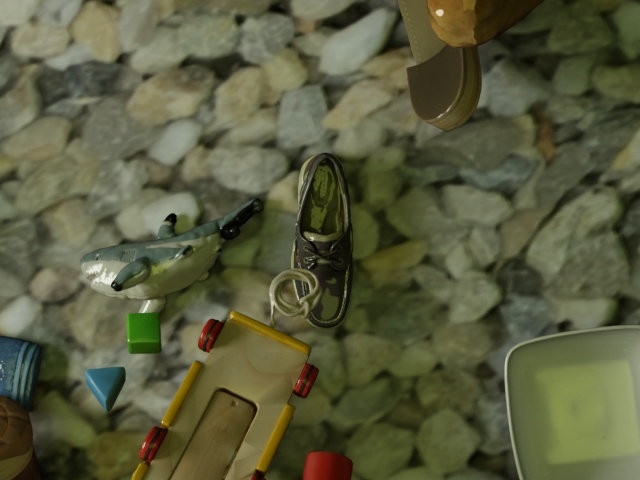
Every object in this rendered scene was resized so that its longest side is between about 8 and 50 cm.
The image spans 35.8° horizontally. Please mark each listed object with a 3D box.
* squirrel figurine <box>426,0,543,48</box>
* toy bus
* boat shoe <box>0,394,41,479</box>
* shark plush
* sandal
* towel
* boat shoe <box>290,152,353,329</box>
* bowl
[{"bbox_3d":[0.054,-0.369,0.768,0.370,0.281,0.397,20,42,34],"label":"squirrel figurine"},{"bbox_3d":[-0.074,0.147,0.808,0.202,0.104,0.191,-15,67,-16],"label":"toy bus"},{"bbox_3d":[-0.390,0.232,0.784,0.341,0.123,0.123,-18,125,-20],"label":"boat shoe"},{"bbox_3d":[-0.126,0.001,0.847,0.161,0.073,0.067,-35,56,4],"label":"shark plush"},{"bbox_3d":[0.121,-0.193,0.842,0.079,0.088,0.240,20,60,-36],"label":"sandal"},{"bbox_3d":[-0.304,0.112,0.856,0.119,0.029,0.067,8,86,3],"label":"towel"},{"bbox_3d":[0.000,0.000,0.842,0.056,0.049,0.152,-4,87,1],"label":"boat shoe"},{"bbox_3d":[0.224,0.144,0.825,0.141,0.053,0.142,-8,86,2],"label":"bowl"}]
